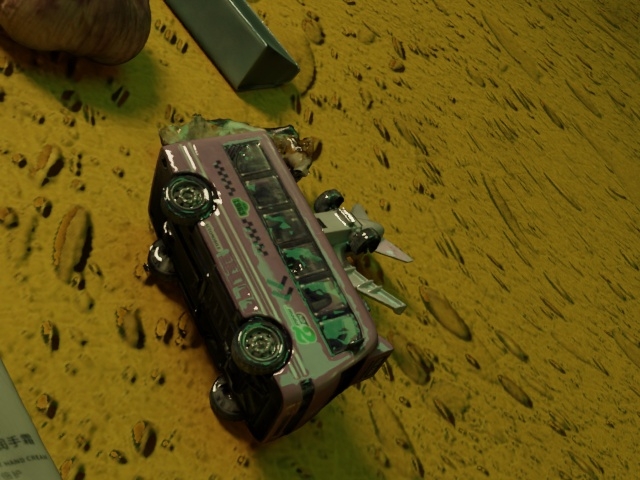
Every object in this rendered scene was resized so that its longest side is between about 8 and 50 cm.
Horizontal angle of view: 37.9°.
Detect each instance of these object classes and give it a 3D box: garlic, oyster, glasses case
[{"bbox_3d":[-0.203,-0.211,0.743,0.159,0.102,0.147,29,35,-22],"label":"garlic"},{"bbox_3d":[-0.063,-0.061,0.766,0.148,0.051,0.103,-11,53,-28],"label":"oyster"},{"bbox_3d":[-0.131,-0.260,0.927,0.266,0.056,0.105,53,11,13],"label":"glasses case"}]

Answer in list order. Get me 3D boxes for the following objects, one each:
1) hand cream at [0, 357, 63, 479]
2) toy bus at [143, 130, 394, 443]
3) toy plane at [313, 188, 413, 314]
[{"bbox_3d":[-0.203,0.077,0.470,0.124,0.077,0.340,-9,55,-49],"label":"hand cream"},{"bbox_3d":[-0.042,0.028,0.630,0.108,0.096,0.198,-17,66,-27],"label":"toy bus"},{"bbox_3d":[0.000,0.000,0.762,0.171,0.065,0.162,0,42,-52],"label":"toy plane"}]
